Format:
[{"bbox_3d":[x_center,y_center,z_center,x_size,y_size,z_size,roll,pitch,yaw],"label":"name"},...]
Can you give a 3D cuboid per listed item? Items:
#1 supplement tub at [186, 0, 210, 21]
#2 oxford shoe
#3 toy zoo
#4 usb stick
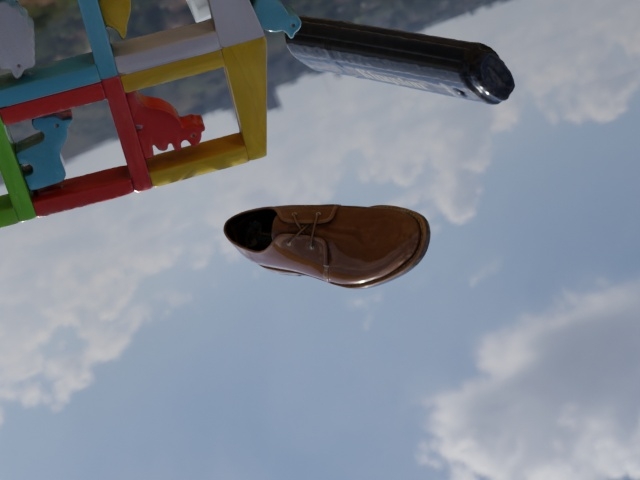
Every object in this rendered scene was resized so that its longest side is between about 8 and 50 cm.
[{"bbox_3d":[-0.080,-0.369,1.076,0.228,0.316,0.228,-21,-169,4],"label":"supplement tub"},{"bbox_3d":[0.000,0.000,1.120,0.212,0.076,0.076,-3,163,39],"label":"oxford shoe"},{"bbox_3d":[-0.155,-0.120,0.898,0.293,0.192,0.030,-15,-147,-6],"label":"toy zoo"},{"bbox_3d":[0.070,-0.178,1.225,0.278,0.077,0.045,19,-105,47],"label":"usb stick"}]
